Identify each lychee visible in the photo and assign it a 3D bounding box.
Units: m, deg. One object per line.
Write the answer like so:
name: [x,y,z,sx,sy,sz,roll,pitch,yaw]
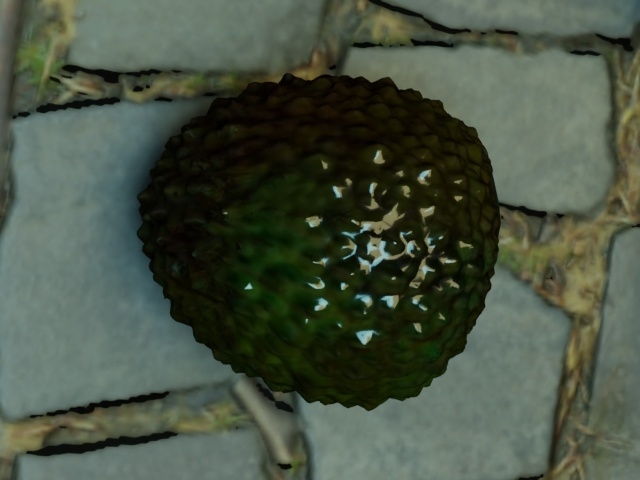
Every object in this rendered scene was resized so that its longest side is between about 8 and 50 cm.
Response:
lychee: [0.000,0.000,0.725,0.171,0.171,0.171,-3,97,-24]
